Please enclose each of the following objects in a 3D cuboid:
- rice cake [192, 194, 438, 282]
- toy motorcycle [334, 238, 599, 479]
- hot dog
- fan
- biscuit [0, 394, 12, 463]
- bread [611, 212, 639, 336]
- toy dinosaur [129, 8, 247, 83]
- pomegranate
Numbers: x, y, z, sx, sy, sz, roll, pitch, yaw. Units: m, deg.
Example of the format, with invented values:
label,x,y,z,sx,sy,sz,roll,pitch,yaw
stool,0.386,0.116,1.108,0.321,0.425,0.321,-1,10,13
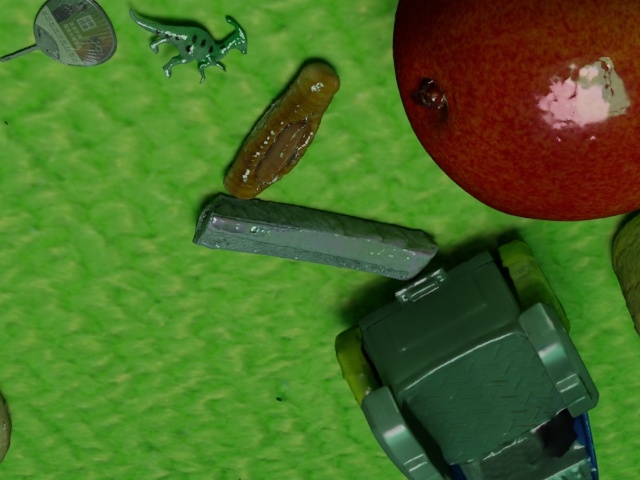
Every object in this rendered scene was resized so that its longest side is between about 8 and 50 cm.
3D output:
label,x,y,z,sx,sy,sz,roll,pitch,yaw
rice cake,0.000,0.000,0.935,0.210,0.034,0.043,10,135,-20
toy motorcycle,0.169,0.171,1.020,0.191,0.200,0.326,-29,134,8
hot dog,-0.027,-0.078,0.858,0.044,0.028,0.137,16,128,-34
fan,-0.179,-0.144,0.778,0.080,0.003,0.060,1,134,-12
biscuit,-0.392,0.197,1.055,0.188,0.040,0.265,21,128,-31
bread,0.313,0.034,0.978,0.111,0.114,0.129,-29,130,27
toy dinosaur,-0.088,-0.141,0.787,0.062,0.021,0.083,-28,137,7
pomegranate,0.170,-0.128,0.719,0.256,0.221,0.221,-35,138,-16
